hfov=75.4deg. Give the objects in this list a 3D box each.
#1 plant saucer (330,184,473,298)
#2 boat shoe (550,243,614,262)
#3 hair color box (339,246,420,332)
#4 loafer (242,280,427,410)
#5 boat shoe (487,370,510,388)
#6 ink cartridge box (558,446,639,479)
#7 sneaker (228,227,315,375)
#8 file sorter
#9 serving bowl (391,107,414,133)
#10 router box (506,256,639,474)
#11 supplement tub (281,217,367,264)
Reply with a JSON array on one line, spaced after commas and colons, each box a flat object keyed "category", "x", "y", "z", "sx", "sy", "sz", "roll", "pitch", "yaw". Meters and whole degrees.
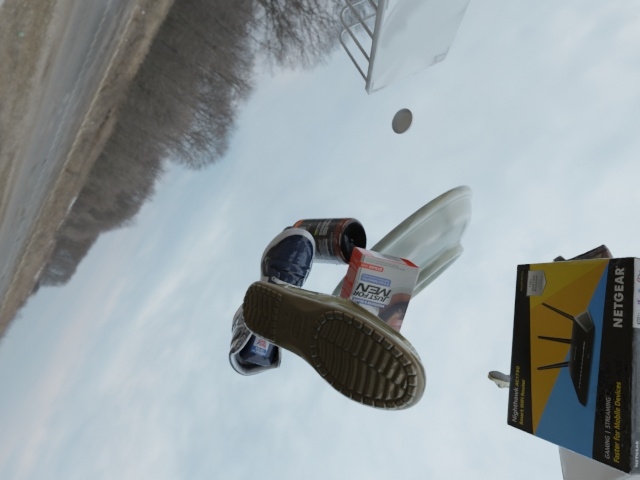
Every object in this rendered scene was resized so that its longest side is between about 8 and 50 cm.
[{"category": "plant saucer", "x": 0.196, "y": 0.056, "z": 0.897, "sx": 0.400, "sy": 0.400, "sz": 0.100, "roll": -46, "pitch": -109, "yaw": 20}, {"category": "boat shoe", "x": 0.823, "y": 0.094, "z": 1.395, "sx": 0.285, "sy": 0.103, "sz": 0.092, "roll": -25, "pitch": -114, "yaw": 33}, {"category": "hair color box", "x": 0.075, "y": 0.103, "z": 0.620, "sx": 0.053, "sy": 0.093, "sz": 0.167, "roll": -124, "pitch": -132, "yaw": -74}, {"category": "loafer", "x": 0.018, "y": 0.114, "z": 0.529, "sx": 0.269, "sy": 0.092, "sz": 0.101, "roll": 23, "pitch": -74, "yaw": 33}, {"category": "boat shoe", "x": 0.604, "y": 0.468, "z": 1.371, "sx": 0.045, "sy": 0.136, "sz": 0.050, "roll": -63, "pitch": -160, "yaw": 23}, {"category": "ink cartridge box", "x": 0.415, "y": 0.273, "z": 0.457, "sx": 0.092, "sy": 0.218, "sz": 0.158, "roll": -55, "pitch": 172, "yaw": -53}, {"category": "sneaker", "x": -0.086, "y": 0.122, "z": 0.754, "sx": 0.282, "sy": 0.099, "sz": 0.153, "roll": -59, "pitch": -161, "yaw": 23}, {"category": "file sorter", "x": 0.147, "y": -0.454, "z": 0.775, "sx": 0.193, "sy": 0.173, "sz": 0.277, "roll": -27, "pitch": 168, "yaw": -6}, {"category": "serving bowl", "x": 0.270, "y": -0.381, "z": 1.336, "sx": 0.083, "sy": 0.027, "sz": 0.083, "roll": -8, "pitch": -100, "yaw": 48}, {"category": "router box", "x": 0.254, "y": 0.111, "z": 0.409, "sx": 0.133, "sy": 0.046, "sz": 0.178, "roll": 161, "pitch": -61, "yaw": -69}, {"category": "supplement tub", "x": 0.000, "y": 0.000, "z": 0.946, "sx": 0.198, "sy": 0.106, "sz": 0.106, "roll": 2, "pitch": -119, "yaw": 42}]
